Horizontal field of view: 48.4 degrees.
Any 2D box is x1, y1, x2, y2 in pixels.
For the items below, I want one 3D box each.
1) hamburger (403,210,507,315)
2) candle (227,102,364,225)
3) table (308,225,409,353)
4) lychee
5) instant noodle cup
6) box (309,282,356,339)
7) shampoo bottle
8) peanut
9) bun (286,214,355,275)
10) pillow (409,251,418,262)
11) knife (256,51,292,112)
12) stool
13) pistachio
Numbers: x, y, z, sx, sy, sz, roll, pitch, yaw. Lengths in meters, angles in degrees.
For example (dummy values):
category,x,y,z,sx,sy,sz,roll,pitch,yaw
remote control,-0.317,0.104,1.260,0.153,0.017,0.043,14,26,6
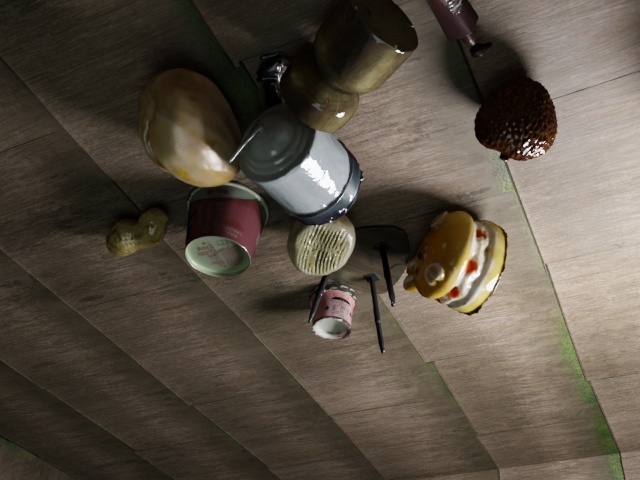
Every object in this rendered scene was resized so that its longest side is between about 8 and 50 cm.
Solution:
category,x,y,z,sx,sy,sz,roll,pitch,yaw
hamburger,0.351,0.057,1.931,0.186,0.261,0.303,19,160,-10
candle,-0.055,-0.187,1.654,0.221,0.221,0.342,-16,150,22
table,0.128,0.136,2.031,0.317,0.249,0.317,2,139,2
lychee,0.440,-0.266,1.600,0.194,0.194,0.194,2,139,2
instant noodle cup,-0.265,-0.021,1.938,0.234,0.178,0.235,3,141,3
box,0.038,0.228,2.234,0.151,0.135,0.151,2,138,1
shampoo bottle,0.275,-0.471,1.460,0.068,0.067,0.236,-14,137,34
peanut,-0.517,-0.023,2.023,0.229,0.098,0.103,-20,160,22
bun,0.000,0.000,1.963,0.178,0.128,0.193,16,115,-8
pillow,0.377,0.073,2.101,0.217,0.033,0.130,22,134,-19
knife,-0.098,-0.289,1.718,0.089,0.043,0.365,3,140,5
stool,0.056,-0.377,1.499,0.179,0.179,0.264,26,135,-23
pistachio,-0.303,-0.256,1.655,0.230,0.230,0.309,-15,140,21
